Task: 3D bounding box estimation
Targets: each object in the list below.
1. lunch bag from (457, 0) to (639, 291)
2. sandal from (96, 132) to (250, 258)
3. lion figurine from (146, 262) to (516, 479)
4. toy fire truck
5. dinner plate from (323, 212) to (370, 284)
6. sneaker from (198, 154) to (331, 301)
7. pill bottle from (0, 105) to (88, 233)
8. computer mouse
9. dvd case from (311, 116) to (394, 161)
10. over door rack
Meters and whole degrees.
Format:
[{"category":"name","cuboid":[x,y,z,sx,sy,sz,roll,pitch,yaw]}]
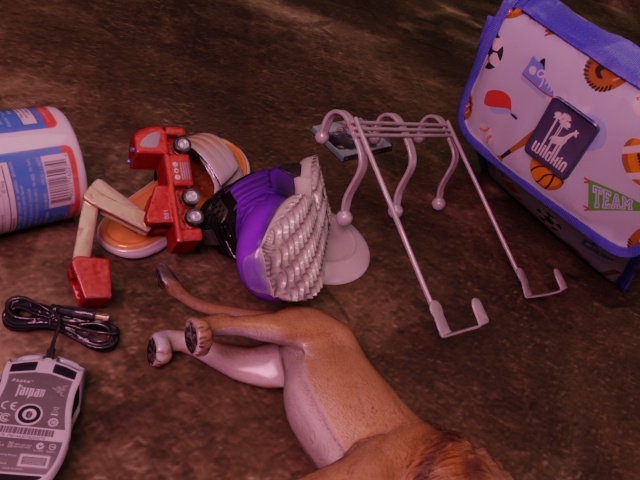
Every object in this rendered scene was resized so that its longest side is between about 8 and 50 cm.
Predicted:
[{"category":"lunch bag","cuboid":[0.375,-0.134,0.765,0.328,0.239,0.385,48,2,26]},{"category":"sandal","cuboid":[-0.163,-0.074,0.686,0.102,0.076,0.265,28,41,6]},{"category":"lion figurine","cuboid":[0.013,0.148,0.484,0.240,0.142,0.392,-1,41,-35]},{"category":"toy fire truck","cuboid":[-0.196,-0.031,0.587,0.135,0.047,0.192,-4,73,-30]},{"category":"dinner plate","cuboid":[0.000,0.000,0.727,0.141,0.017,0.141,12,41,-10]},{"category":"sneaker","cuboid":[-0.072,-0.009,0.613,0.146,0.102,0.293,-9,19,9]},{"category":"pill bottle","cuboid":[-0.360,-0.059,0.546,0.222,0.124,0.124,-18,55,-37]},{"category":"computer mouse","cuboid":[-0.237,0.128,0.466,0.106,0.042,0.193,14,36,-16]},{"category":"dvd case","cuboid":[0.055,-0.172,0.937,0.119,0.013,0.087,-17,54,-38]},{"category":"over door rack","cuboid":[0.149,-0.029,0.747,0.240,0.108,0.324,-11,64,-44]}]
